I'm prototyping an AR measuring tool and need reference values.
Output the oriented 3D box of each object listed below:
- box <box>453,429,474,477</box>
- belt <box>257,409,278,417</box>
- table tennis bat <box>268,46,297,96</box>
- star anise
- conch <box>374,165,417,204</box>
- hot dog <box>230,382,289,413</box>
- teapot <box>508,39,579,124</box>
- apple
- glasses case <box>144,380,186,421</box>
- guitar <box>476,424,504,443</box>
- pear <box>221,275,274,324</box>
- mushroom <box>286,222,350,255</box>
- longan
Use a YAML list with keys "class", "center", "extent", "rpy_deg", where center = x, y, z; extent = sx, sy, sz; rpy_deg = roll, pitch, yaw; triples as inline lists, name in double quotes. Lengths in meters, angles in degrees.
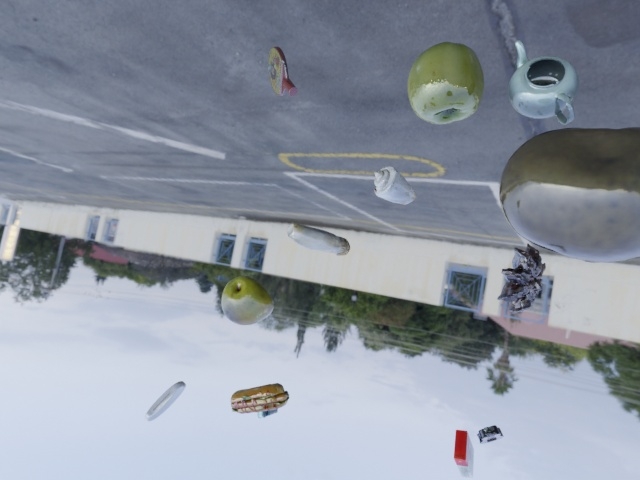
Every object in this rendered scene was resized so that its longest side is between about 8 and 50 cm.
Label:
- class: "box"
  center: [0.496, 0.735, 1.509]
  extent: [0.048, 0.100, 0.152]
  rpy_deg: [-5, 132, 24]
- class: "belt"
  center: [-0.236, 0.701, 1.814]
  extent: [0.099, 0.065, 0.179]
  rpy_deg: [-9, 163, 4]
- class: "table tennis bat"
  center: [-0.171, -0.725, 1.925]
  extent: [0.038, 0.201, 0.310]
  rpy_deg: [-12, -132, -20]
- class: "star anise"
  center: [0.711, 0.140, 1.510]
  extent: [0.108, 0.236, 0.223]
  rpy_deg: [17, -158, 41]
- class: "conch"
  center: [0.245, -0.181, 1.470]
  extent: [0.176, 0.105, 0.094]
  rpy_deg: [26, -176, -38]
- class: "hot dog"
  center: [-0.229, 0.597, 1.637]
  extent: [0.249, 0.105, 0.076]
  rpy_deg: [-14, -164, 21]
- class: "teapot"
  center: [0.671, -0.467, 1.320]
  extent: [0.193, 0.295, 0.129]
  rpy_deg: [-27, 152, 9]
- class: "apple"
  center: [0.432, -0.542, 1.516]
  extent: [0.278, 0.280, 0.279]
  rpy_deg: [11, 175, 1]
- class: "glasses case"
  center: [-0.516, 0.535, 1.461]
  extent: [0.041, 0.164, 0.063]
  rpy_deg: [43, 175, 17]
- class: "guitar"
  center: [0.541, 0.616, 1.405]
  extent: [0.083, 0.038, 0.271]
  rpy_deg: [-24, 146, 9]
- class: "pear"
  center: [-0.200, 0.167, 1.147]
  extent: [0.141, 0.104, 0.141]
  rpy_deg: [32, 147, 24]
- class: "mushroom"
  center: [0.000, 0.000, 1.840]
  extent: [0.122, 0.095, 0.351]
  rpy_deg: [28, -174, 39]
- class: "longan"
  center: [0.558, -0.098, 0.907]
  extent: [0.349, 0.289, 0.288]
  rpy_deg: [13, 176, 22]
